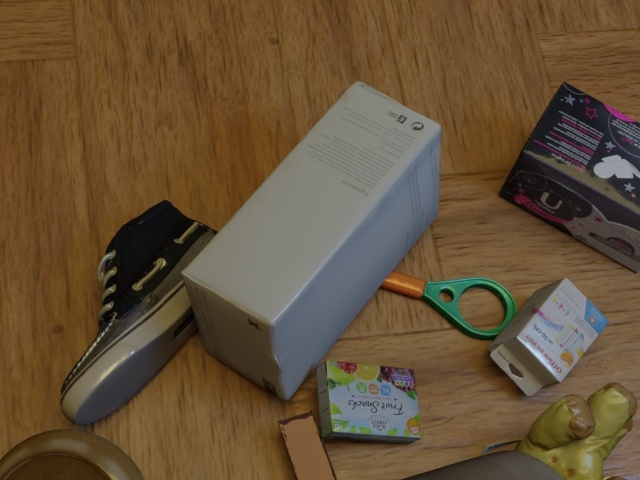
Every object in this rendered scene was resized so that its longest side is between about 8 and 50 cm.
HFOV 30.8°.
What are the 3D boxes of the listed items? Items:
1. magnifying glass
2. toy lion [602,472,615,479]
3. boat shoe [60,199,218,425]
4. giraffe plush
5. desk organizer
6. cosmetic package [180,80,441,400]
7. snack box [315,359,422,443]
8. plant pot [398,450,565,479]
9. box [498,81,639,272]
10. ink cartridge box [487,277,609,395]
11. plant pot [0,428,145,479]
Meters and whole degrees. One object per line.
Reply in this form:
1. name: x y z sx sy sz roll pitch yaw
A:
1. magnifying glass: 0.172 0.079 1.684 0.231 0.026 0.092 16 63 0
2. toy lion: 0.393 0.380 1.570 0.100 0.034 0.096 42 73 12
3. boat shoe: -0.259 0.090 1.571 0.158 0.127 0.340 35 56 16
4. giraffe plush: 0.339 0.309 1.504 0.210 0.181 0.170 -22 60 -9
5. desk organizer: -0.015 0.296 1.538 0.050 0.047 0.130 -15 67 -13
6. cosmetic package: 0.000 0.000 1.578 0.156 0.217 0.385 31 61 23
7. snack box: 0.065 0.219 1.567 0.141 0.037 0.100 8 63 -28
8. plant pot: 0.171 0.398 1.399 0.280 0.323 0.323 -27 70 -37
9. box: 0.415 -0.088 1.725 0.247 0.163 0.142 31 67 7
10. ink cartridge box: 0.314 0.139 1.629 0.092 0.090 0.143 45 65 -3
11. plant pot: -0.317 0.349 1.417 0.236 0.032 0.236 -1 82 11
